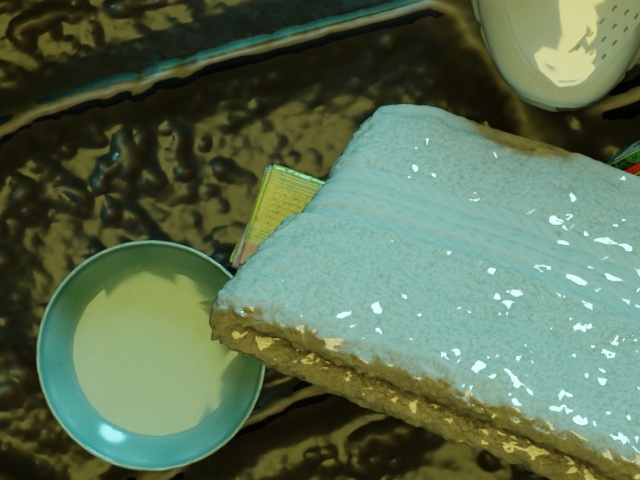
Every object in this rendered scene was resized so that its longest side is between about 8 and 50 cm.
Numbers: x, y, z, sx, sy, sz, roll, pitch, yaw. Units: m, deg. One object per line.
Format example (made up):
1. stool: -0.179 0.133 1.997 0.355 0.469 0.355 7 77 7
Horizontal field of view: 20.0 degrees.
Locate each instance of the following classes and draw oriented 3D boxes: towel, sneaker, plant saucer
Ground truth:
1. towel: 0.110 0.031 0.826 0.282 0.187 0.049 20 131 18
2. sneaker: 0.135 -0.208 0.864 0.111 0.129 0.297 11 94 3
3. plant saucer: -0.087 0.059 0.944 0.119 0.021 0.119 0 93 4
4. towel: 0.000 0.000 0.941 0.083 0.009 0.060 19 93 2

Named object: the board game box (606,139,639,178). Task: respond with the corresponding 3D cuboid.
1. board game box: 0.267 -0.034 0.832 0.259 0.030 0.136 -30 94 42
